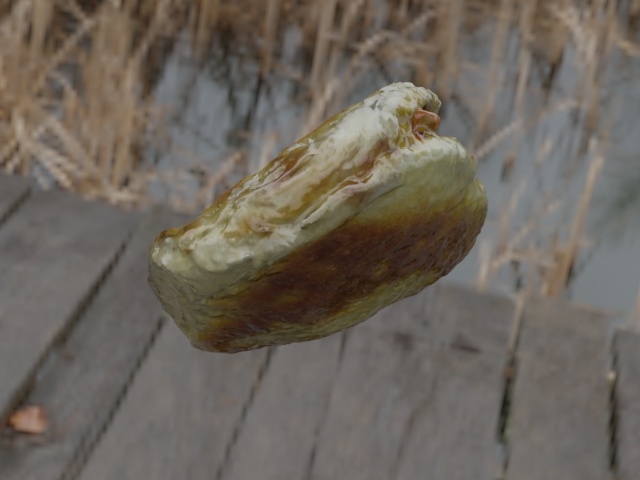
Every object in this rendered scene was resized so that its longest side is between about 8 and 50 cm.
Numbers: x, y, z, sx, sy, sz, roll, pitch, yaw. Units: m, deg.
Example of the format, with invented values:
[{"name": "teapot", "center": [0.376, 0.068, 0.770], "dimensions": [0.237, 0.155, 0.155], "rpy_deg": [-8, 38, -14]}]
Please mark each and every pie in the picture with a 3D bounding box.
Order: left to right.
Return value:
[{"name": "pie", "center": [0.000, 0.000, 0.946], "dimensions": [0.179, 0.205, 0.084], "rpy_deg": [-30, 71, -11]}]
